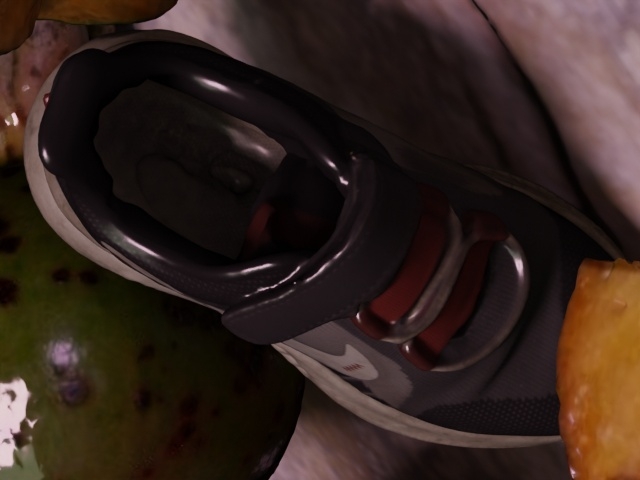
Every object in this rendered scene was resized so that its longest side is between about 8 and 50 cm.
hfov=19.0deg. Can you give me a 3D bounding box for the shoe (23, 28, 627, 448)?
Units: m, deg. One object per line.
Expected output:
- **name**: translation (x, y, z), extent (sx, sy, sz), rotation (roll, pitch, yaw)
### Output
- **shoe**: translation (0.000, 0.000, 0.615), extent (0.228, 0.099, 0.112), rotation (25, 180, 8)

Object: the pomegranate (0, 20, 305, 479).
- **pomegranate**: translation (-0.106, 0.019, 0.756), extent (0.202, 0.202, 0.247), rotation (2, 96, 49)

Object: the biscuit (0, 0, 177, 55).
- **biscuit**: translation (-0.182, -0.118, 0.634), extent (0.344, 0.287, 0.057), rotation (46, 125, 57)

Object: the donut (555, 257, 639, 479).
- **donut**: translation (0.193, 0.103, 0.492), extent (0.295, 0.112, 0.151), rotation (12, 91, 50)
